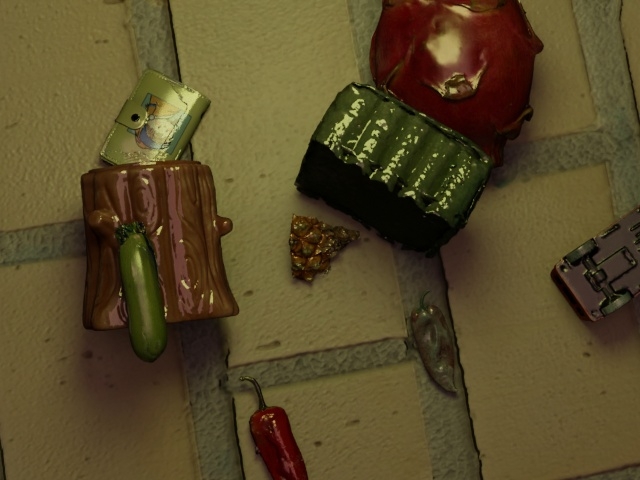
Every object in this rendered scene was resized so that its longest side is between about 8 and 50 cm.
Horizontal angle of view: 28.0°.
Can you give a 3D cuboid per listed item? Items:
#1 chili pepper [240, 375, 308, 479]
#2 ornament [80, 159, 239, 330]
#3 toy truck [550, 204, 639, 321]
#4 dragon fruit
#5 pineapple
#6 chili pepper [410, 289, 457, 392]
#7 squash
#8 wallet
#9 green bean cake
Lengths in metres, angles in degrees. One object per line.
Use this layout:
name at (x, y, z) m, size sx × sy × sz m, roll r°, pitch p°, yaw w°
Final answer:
chili pepper at (-0.052, 0.313, 1.817) m, size 0.059 × 0.050 × 0.268 m, roll -18°, pitch 84°, yaw -21°
ornament at (-0.238, 0.007, 1.760) m, size 0.235 × 0.221 × 0.218 m, roll -6°, pitch 89°, yaw 41°
toy truck at (0.459, 0.010, 1.850) m, size 0.252 × 0.114 × 0.107 m, roll -34°, pitch 84°, yaw -5°
dragon fruit at (0.188, -0.253, 1.822) m, size 0.250 × 0.250 × 0.315 m, roll 10°, pitch 98°, yaw -1°
pineapple at (0.000, 0.000, 1.863) m, size 0.114 × 0.077 × 0.114 m, roll -8°, pitch 117°, yaw -14°
chili pepper at (0.164, 0.147, 1.854) m, size 0.050 × 0.041 × 0.153 m, roll -16°, pitch 100°, yaw 15°
squash at (-0.228, 0.065, 1.642) m, size 0.052 × 0.052 × 0.183 m, roll -8°, pitch 83°, yaw -4°
wallet at (-0.244, -0.164, 1.878) m, size 0.110 × 0.039 × 0.155 m, roll 28°, pitch 81°, yaw 0°
green bean cake at (0.098, -0.088, 1.780) m, size 0.241 × 0.255 × 0.132 m, roll 28°, pitch 74°, yaw 2°
